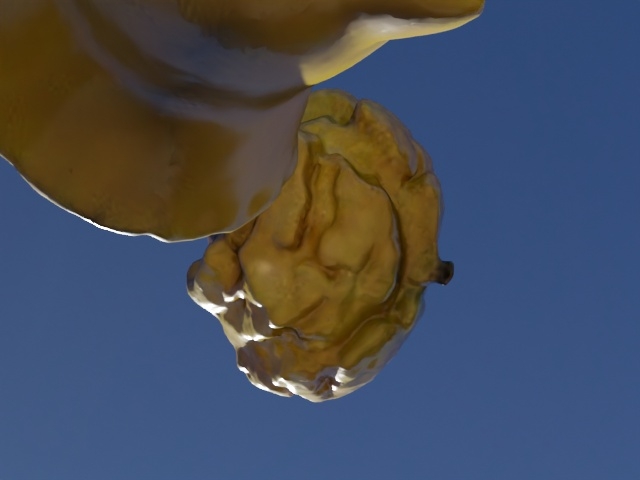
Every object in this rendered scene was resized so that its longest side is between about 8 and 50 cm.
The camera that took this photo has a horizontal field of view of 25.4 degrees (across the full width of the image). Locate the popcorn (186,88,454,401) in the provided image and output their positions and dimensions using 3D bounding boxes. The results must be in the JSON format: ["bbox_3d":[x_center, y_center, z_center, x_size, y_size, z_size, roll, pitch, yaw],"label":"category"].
[{"bbox_3d":[0.000,0.000,0.754,0.152,0.148,0.167,15,-105,12],"label":"popcorn"}]

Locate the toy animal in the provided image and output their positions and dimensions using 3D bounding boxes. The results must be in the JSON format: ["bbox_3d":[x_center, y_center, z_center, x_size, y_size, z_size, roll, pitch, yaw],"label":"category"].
[{"bbox_3d":[-0.052,-0.081,0.505,0.156,0.230,0.156,12,-120,-21],"label":"toy animal"}]
